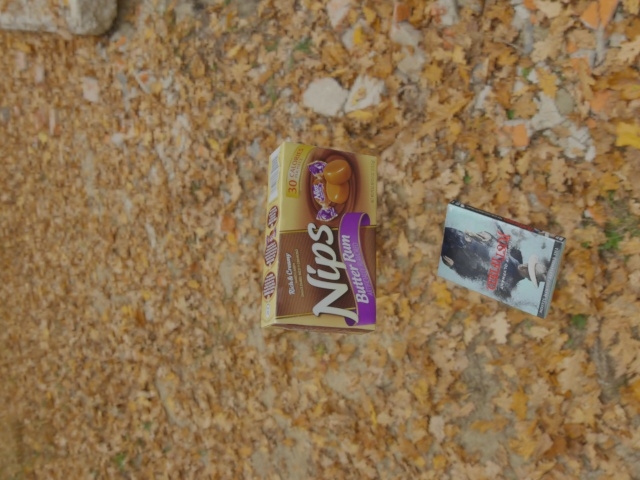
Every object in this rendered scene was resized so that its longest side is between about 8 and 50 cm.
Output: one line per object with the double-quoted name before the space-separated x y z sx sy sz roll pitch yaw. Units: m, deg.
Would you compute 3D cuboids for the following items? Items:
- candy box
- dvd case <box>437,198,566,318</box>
"candy box" 0.000 0.000 0.687 0.053 0.109 0.187 149 126 -65
"dvd case" 0.174 0.018 0.656 0.119 0.013 0.087 23 124 31
